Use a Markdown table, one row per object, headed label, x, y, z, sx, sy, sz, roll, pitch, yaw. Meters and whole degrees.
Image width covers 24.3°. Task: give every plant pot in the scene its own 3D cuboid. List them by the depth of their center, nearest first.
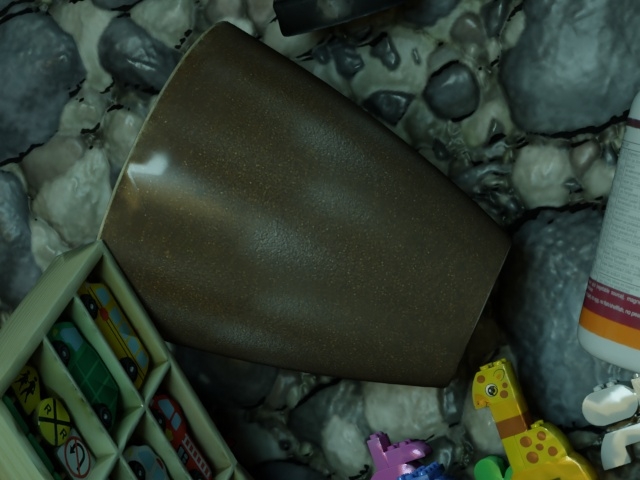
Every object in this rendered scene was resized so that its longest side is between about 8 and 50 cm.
| label | x | y | z | sx | sy | sz | roll | pitch | yaw |
| --- | --- | --- | --- | --- | --- | --- | --- | --- | --- |
| plant pot | 0.000 | 0.000 | 0.973 | 0.230 | 0.215 | 0.215 | 24 | 102 | 5 |

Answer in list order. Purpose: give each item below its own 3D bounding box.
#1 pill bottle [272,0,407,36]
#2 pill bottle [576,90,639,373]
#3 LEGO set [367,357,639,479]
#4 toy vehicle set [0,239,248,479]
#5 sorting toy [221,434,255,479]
| label | x | y | z | sx | sy | sz | roll | pitch | yaw |
| --- | --- | --- | --- | --- | --- | --- | --- | --- | --- |
| pill bottle | -0.012 | -0.252 | 0.981 | 0.123 | 0.123 | 0.219 | -13 | 101 | 22 |
| pill bottle | 0.238 | -0.027 | 0.904 | 0.121 | 0.121 | 0.221 | 15 | 98 | 20 |
| LEGO set | 0.113 | 0.129 | 0.981 | 0.227 | 0.087 | 0.093 | -21 | 85 | 20 |
| toy vehicle set | -0.106 | 0.152 | 0.873 | 0.035 | 0.166 | 0.267 | -18 | 114 | 24 |
| sorting toy | -0.135 | 0.238 | 1.084 | 0.255 | 0.089 | 0.257 | 45 | 108 | 14 |
